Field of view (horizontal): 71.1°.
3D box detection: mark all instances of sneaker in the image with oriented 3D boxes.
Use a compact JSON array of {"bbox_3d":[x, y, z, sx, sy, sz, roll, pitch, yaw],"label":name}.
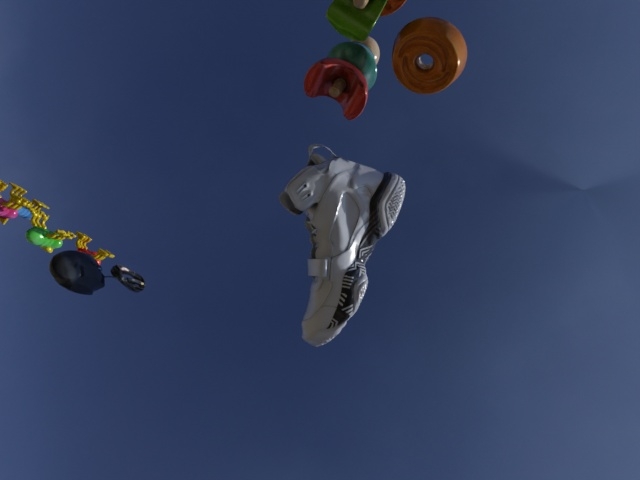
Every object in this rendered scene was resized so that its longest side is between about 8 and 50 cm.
[{"bbox_3d":[0.000,0.000,0.848,0.210,0.137,0.366,27,-99,-10],"label":"sneaker"}]

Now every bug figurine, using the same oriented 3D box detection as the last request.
[{"bbox_3d":[-0.585,-0.028,0.936,0.279,0.216,0.072,35,-100,7],"label":"bug figurine"}]

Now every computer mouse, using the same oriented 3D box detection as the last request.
[{"bbox_3d":[-0.376,0.059,0.790,0.041,0.242,0.071,-33,-102,3],"label":"computer mouse"}]

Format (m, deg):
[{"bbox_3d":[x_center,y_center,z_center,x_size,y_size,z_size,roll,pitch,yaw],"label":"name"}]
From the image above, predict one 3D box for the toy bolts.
[{"bbox_3d":[0.098,-0.299,0.670,0.218,0.158,0.228,33,-37,-7],"label":"toy bolts"}]
